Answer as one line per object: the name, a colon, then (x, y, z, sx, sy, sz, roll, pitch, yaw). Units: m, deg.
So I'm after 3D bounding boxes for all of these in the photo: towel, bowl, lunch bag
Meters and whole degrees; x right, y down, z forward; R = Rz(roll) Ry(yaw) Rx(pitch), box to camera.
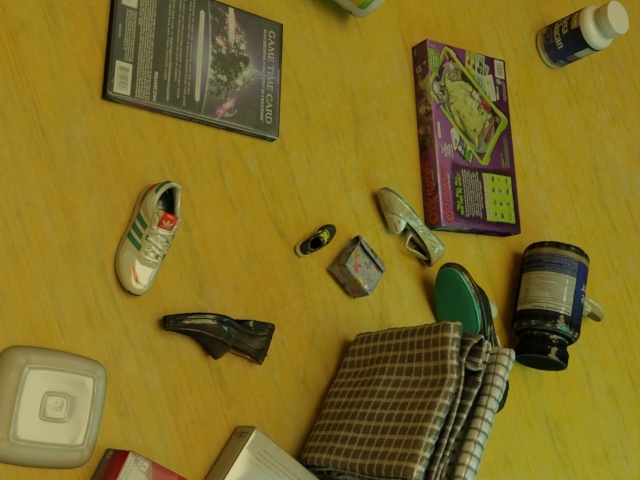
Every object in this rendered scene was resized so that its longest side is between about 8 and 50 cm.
towel: (0.108, 0.237, 1.083, 0.121, 0.283, 0.235, 39, 59, -21)
bowl: (-0.325, 0.199, 0.928, 0.142, 0.053, 0.142, 17, 70, -30)
lunch bag: (0.065, 0.039, 1.238, 0.071, 0.053, 0.083, 52, 47, -17)

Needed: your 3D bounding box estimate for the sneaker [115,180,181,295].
sneaker: (-0.223, -0.008, 1.029, 0.057, 0.075, 0.161, 24, 67, -29)

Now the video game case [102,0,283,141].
video game case: (-0.179, -0.269, 1.148, 0.274, 0.026, 0.196, 10, 74, -34)

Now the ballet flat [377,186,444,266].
ballet flat: (0.148, -0.019, 1.308, 0.168, 0.057, 0.052, 43, 69, -20)

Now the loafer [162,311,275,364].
loafer: (-0.139, 0.134, 1.069, 0.170, 0.062, 0.061, 13, 78, -31)

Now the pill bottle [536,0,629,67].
pill bottle: (0.540, -0.427, 1.598, 0.094, 0.169, 0.094, 8, 75, -34)

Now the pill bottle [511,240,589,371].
pill bottle: (0.420, 0.121, 1.427, 0.123, 0.123, 0.219, 27, 66, -28)

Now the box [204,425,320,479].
box: (-0.100, 0.447, 1.031, 0.232, 0.058, 0.322, 44, 60, -20)

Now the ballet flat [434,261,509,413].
ballet flat: (0.264, 0.161, 1.336, 0.096, 0.095, 0.280, -25, 105, -46)

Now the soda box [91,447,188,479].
soda box: (-0.263, 0.385, 0.913, 0.092, 0.083, 0.263, 36, 61, -24)

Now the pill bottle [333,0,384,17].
pill bottle: (0.008, -0.486, 1.255, 0.245, 0.136, 0.136, 30, 64, -27)

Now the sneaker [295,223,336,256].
sneaker: (0.000, 0.000, 1.209, 0.083, 0.035, 0.031, -38, 103, -34)

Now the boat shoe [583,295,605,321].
boat shoe: (0.504, 0.129, 1.534, 0.135, 0.050, 0.045, 33, 66, -14)

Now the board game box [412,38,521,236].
board game box: (0.272, -0.184, 1.435, 0.208, 0.056, 0.347, 6, 77, -38)
